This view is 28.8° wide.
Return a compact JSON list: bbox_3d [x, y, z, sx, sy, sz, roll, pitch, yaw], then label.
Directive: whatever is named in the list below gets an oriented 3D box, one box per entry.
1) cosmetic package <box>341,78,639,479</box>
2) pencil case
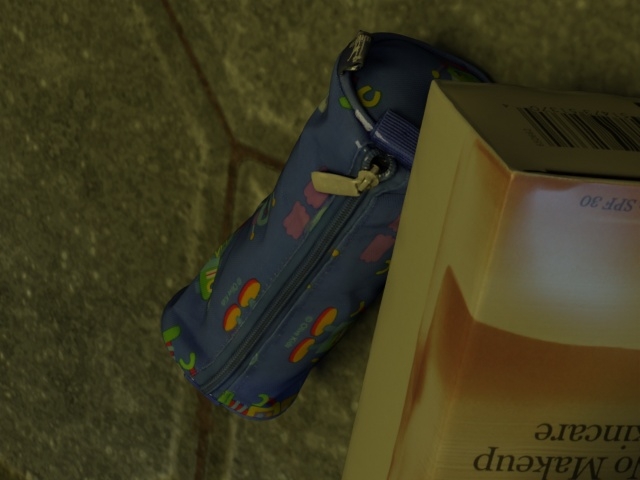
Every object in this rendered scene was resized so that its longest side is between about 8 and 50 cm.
[{"bbox_3d":[0.117,0.073,0.705,0.129,0.153,0.296,-114,30,-58],"label":"cosmetic package"},{"bbox_3d":[0.000,0.000,0.825,0.119,0.133,0.306,41,130,3],"label":"pencil case"}]
